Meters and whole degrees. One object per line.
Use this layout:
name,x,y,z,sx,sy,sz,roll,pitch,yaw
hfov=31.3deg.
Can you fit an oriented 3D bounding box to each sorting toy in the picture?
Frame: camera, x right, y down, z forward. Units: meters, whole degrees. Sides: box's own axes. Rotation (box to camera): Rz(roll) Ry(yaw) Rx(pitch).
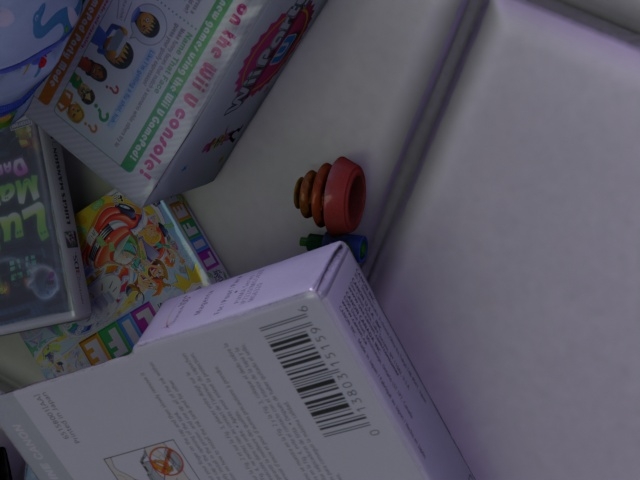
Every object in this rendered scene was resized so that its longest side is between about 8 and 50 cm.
sorting toy,0.000,0.000,0.688,0.042,0.061,0.102,7,82,20

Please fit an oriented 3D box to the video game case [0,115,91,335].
video game case,-0.250,-0.016,0.780,0.190,0.022,0.173,-12,88,26

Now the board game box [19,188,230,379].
board game box,-0.141,0.030,0.768,0.154,0.026,0.103,-30,91,25

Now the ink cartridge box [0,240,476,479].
ink cartridge box,-0.033,0.157,0.700,0.239,0.060,0.275,-18,113,27

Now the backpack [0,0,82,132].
backpack,-0.284,-0.177,0.554,0.355,0.290,0.273,3,112,15

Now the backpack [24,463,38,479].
backpack,-0.142,0.174,0.772,0.114,0.084,0.105,15,111,14

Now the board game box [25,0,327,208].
board game box,-0.144,-0.202,0.676,0.303,0.097,0.224,40,114,10

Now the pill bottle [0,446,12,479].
pill bottle,-0.319,0.211,0.782,0.219,0.123,0.123,-11,101,-16
